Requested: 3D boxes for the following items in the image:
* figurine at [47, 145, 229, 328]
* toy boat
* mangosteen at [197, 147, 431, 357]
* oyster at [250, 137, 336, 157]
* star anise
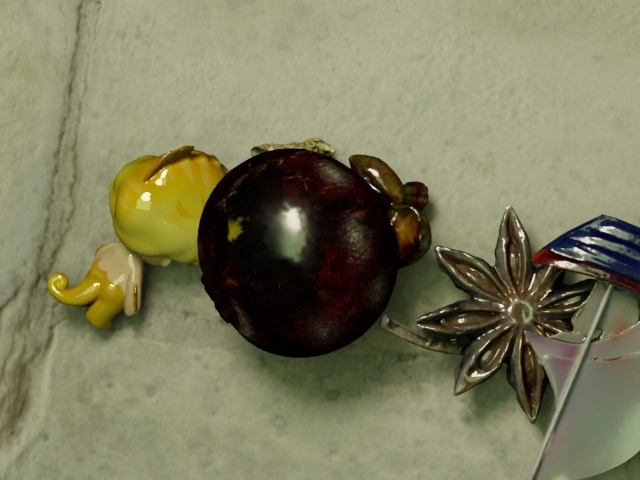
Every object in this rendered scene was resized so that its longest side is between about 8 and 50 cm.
[{"bbox_3d":[-0.198,-0.009,1.798,0.156,0.131,0.246,46,111,29],"label":"figurine"},{"bbox_3d":[0.313,0.132,1.616,0.219,0.072,0.318,0,93,-2],"label":"toy boat"},{"bbox_3d":[0.000,0.000,1.694,0.265,0.228,0.228,-29,78,-16],"label":"mangosteen"},{"bbox_3d":[-0.029,-0.104,1.775,0.083,0.081,0.038,20,67,-15],"label":"oyster"},{"bbox_3d":[0.193,0.079,1.686,0.262,0.081,0.230,-8,93,4],"label":"star anise"}]
